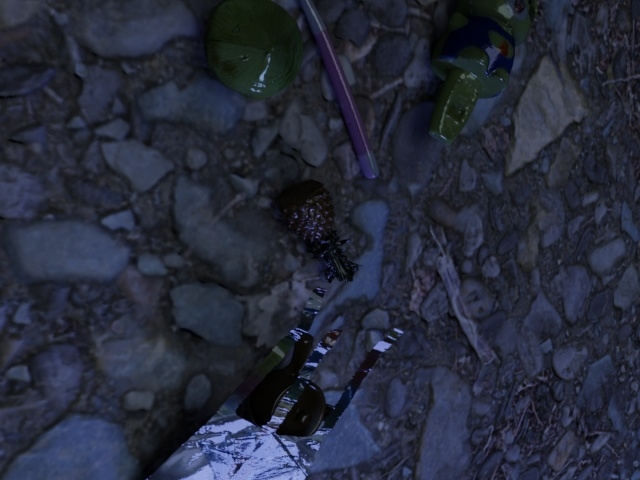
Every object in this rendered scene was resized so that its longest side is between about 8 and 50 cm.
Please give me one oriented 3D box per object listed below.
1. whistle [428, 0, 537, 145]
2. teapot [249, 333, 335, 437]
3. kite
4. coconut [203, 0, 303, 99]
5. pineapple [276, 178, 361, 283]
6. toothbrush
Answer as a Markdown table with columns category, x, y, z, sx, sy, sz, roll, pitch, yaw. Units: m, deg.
| category | x | y | z | sx | sy | sz | roll | pitch | yaw |
| --- | --- | --- | --- | --- | --- | --- | --- | --- | --- |
| whistle | 0.180 | -0.216 | 0.700 | 0.105 | 0.085 | 0.228 | 29 | 81 | -27 |
| teapot | -0.023 | 0.145 | 0.617 | 0.084 | 0.080 | 0.111 | 7 | 94 | -36 |
| kite | -0.041 | 0.181 | 0.569 | 0.169 | 0.015 | 0.310 | 29 | 110 | -30 |
| coconut | -0.059 | -0.167 | 0.530 | 0.087 | 0.096 | 0.088 | -7 | 110 | -19 |
| pineapple | 0.000 | 0.000 | 0.629 | 0.058 | 0.058 | 0.124 | -39 | 123 | -25 |
| toothbrush | 0.008 | -0.191 | 0.619 | 0.025 | 0.020 | 0.287 | -39 | 119 | -32 |
